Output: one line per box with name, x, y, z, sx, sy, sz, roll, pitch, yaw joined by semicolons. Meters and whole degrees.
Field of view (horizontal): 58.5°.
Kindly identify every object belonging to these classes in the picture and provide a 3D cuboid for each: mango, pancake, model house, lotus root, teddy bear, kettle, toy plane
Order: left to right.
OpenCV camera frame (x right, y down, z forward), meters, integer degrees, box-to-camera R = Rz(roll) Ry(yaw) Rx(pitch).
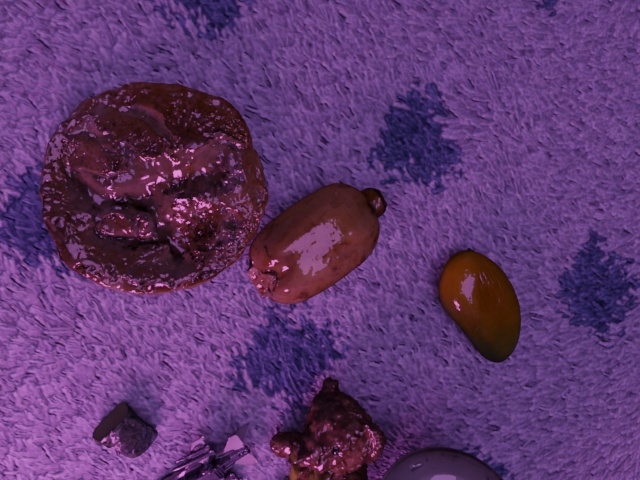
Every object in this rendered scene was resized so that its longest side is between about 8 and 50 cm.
model house;-0.346;0.345;1.016;0.079;0.066;0.083;-47;118;-17
pancake;-0.284;-0.090;0.988;0.386;0.082;0.388;-1;94;-8
toy plane;-0.217;0.423;1.031;0.234;0.082;0.160;-32;125;-8
teddy bear;-0.017;0.426;1.000;0.296;0.246;0.223;-36;126;-18
lotus root;0.000;0.000;1.022;0.284;0.146;0.160;-35;120;-11
kettle;0.186;0.576;0.987;0.246;0.342;0.320;14;50;10
mango;0.323;0.126;1.124;0.137;0.091;0.237;-40;106;-2
